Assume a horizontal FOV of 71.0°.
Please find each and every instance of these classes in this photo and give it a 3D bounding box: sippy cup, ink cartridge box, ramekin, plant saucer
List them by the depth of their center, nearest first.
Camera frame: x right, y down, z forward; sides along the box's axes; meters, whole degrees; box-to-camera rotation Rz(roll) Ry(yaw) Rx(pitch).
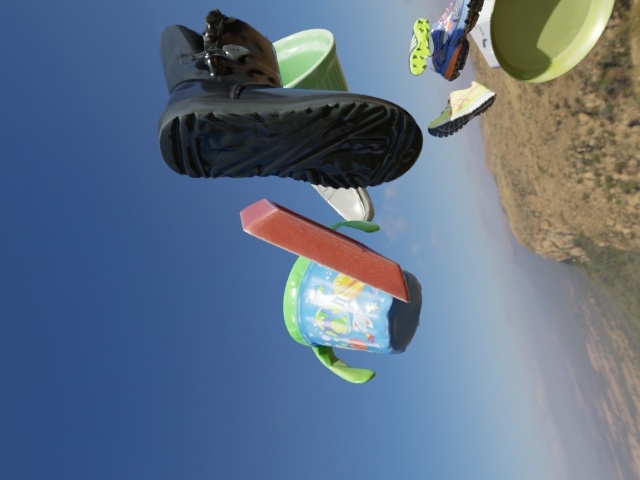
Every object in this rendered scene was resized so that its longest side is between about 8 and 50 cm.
[{"bbox_3d":[0.000,0.000,0.728,0.047,0.259,0.258,-66,14,4],"label":"plant saucer"},{"bbox_3d":[0.395,-0.401,0.780,0.240,0.241,0.037,60,-178,-35],"label":"plant saucer"},{"bbox_3d":[0.081,0.130,0.935,0.240,0.224,0.305,-56,-43,-32],"label":"sippy cup"},{"bbox_3d":[-0.078,-0.363,1.095,0.303,0.304,0.148,-83,-29,-43],"label":"ramekin"},{"bbox_3d":[0.600,-0.736,1.426,0.211,0.122,0.288,32,-107,-39],"label":"ink cartridge box"}]

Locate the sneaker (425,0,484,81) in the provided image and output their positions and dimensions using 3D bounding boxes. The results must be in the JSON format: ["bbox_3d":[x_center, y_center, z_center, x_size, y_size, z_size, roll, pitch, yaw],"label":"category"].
[{"bbox_3d":[0.270,-0.446,0.927,0.083,0.087,0.221,-39,-31,-43],"label":"sneaker"}]

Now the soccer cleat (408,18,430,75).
[{"bbox_3d":[0.292,-0.565,1.328,0.072,0.060,0.178,98,180,-82],"label":"soccer cleat"}]

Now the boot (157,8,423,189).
[{"bbox_3d":[-0.039,-0.152,0.456,0.094,0.247,0.207,103,160,-46],"label":"boot"}]

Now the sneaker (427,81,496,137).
[{"bbox_3d":[0.379,-0.367,1.253,0.094,0.209,0.081,56,176,20],"label":"sneaker"}]

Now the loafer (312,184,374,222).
[{"bbox_3d":[0.026,-0.161,1.233,0.112,0.112,0.319,-5,-131,-51],"label":"loafer"}]
